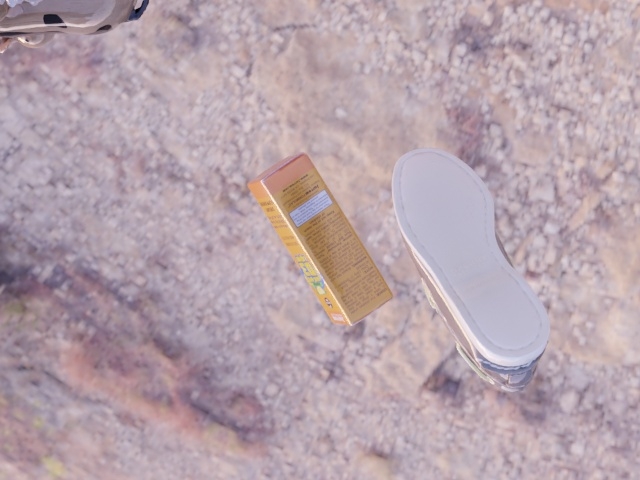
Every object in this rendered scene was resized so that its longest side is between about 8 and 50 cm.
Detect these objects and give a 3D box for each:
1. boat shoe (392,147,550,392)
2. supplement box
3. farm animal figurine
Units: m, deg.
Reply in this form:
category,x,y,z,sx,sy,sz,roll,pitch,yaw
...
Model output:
category,x,y,z,sx,sy,sz,roll,pitch,yaw
boat shoe,0.155,0.027,1.304,0.109,0.305,0.091,-18,142,-7
supplement box,0.000,0.000,1.616,0.233,0.080,0.078,56,163,-9
farm animal figurine,-0.306,-0.235,1.126,0.327,0.330,0.172,-1,106,19
